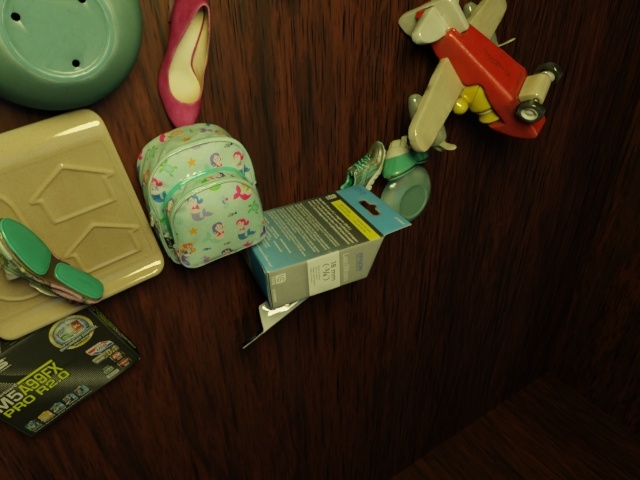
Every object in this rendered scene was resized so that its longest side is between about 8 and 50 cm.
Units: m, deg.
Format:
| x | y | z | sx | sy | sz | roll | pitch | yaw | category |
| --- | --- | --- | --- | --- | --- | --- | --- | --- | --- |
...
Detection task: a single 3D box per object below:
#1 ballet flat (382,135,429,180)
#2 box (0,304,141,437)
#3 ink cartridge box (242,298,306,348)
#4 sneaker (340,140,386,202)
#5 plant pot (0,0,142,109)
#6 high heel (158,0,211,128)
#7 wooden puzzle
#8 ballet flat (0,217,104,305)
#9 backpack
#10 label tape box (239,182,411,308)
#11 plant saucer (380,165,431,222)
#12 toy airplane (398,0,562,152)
| x | y | z | sx | sy | sz | roll | pitch | yaw | category |
| --- | --- | --- | --- | --- | --- | --- | --- | --- | --- |
| 0.207 | -0.216 | 1.213 | 0.247 | 0.083 | 0.087 | -35 | 110 | -56 | ballet flat |
| -0.549 | 0.254 | 0.990 | 0.270 | 0.060 | 0.216 | -36 | 133 | -14 | box |
| -0.060 | 0.129 | 1.211 | 0.371 | 0.176 | 0.069 | -39 | 89 | -13 | ink cartridge box |
| 0.106 | -0.176 | 1.219 | 0.076 | 0.065 | 0.166 | 14 | 105 | -36 | sneaker |
| -0.380 | -0.309 | 0.672 | 0.290 | 0.195 | 0.290 | -19 | 127 | -27 | plant pot |
| -0.227 | -0.300 | 0.847 | 0.082 | 0.117 | 0.244 | -5 | 120 | -35 | high heel |
| -0.484 | -0.025 | 0.843 | 0.322 | 0.080 | 0.347 | -26 | 131 | -20 | wooden puzzle |
| -0.469 | 0.051 | 0.807 | 0.079 | 0.077 | 0.221 | -24 | 136 | 14 | ballet flat |
| -0.227 | -0.088 | 0.934 | 0.225 | 0.191 | 0.253 | -22 | 126 | -20 | backpack |
| 0.000 | 0.000 | 1.091 | 0.334 | 0.240 | 0.105 | -17 | 125 | -18 | label tape box |
| 0.255 | -0.118 | 1.383 | 0.195 | 0.037 | 0.195 | -18 | 126 | -27 | plant saucer |
| 0.330 | -0.401 | 1.142 | 0.386 | 0.272 | 0.384 | -12 | 86 | -21 | toy airplane |
